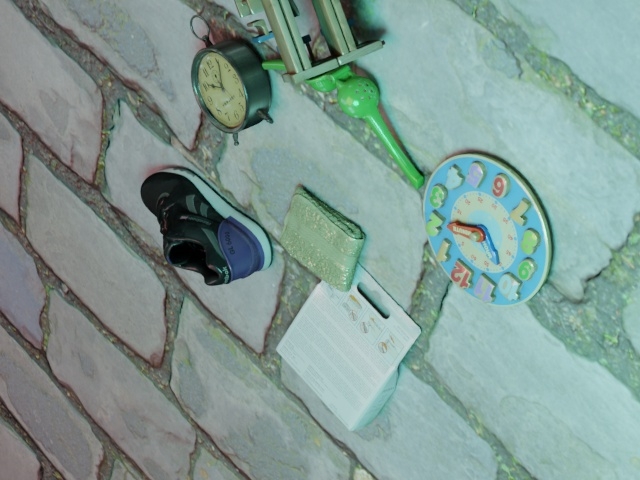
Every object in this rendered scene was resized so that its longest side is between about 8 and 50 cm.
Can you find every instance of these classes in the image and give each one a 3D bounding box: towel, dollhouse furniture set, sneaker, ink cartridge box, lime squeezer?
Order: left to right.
[{"bbox_3d":[-0.212,-0.023,2.349,0.283,0.124,0.107,31,134,37],"label":"sneaker"},{"bbox_3d":[-0.018,-0.289,1.955,0.184,0.129,0.129,-156,44,-74],"label":"dollhouse furniture set"},{"bbox_3d":[0.000,0.000,2.165,0.148,0.027,0.110,37,128,32],"label":"towel"},{"bbox_3d":[0.029,-0.196,2.007,0.310,0.059,0.110,39,169,27],"label":"lime squeezer"},{"bbox_3d":[0.051,0.143,2.211,0.181,0.056,0.224,47,123,22],"label":"ink cartridge box"}]

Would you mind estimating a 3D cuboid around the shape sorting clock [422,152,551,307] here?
[{"bbox_3d":[0.207,-0.011,1.900,0.206,0.040,0.206,30,134,37],"label":"shape sorting clock"}]

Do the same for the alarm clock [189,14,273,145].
[{"bbox_3d":[-0.135,-0.240,2.160,0.129,0.064,0.192,-28,92,55],"label":"alarm clock"}]
